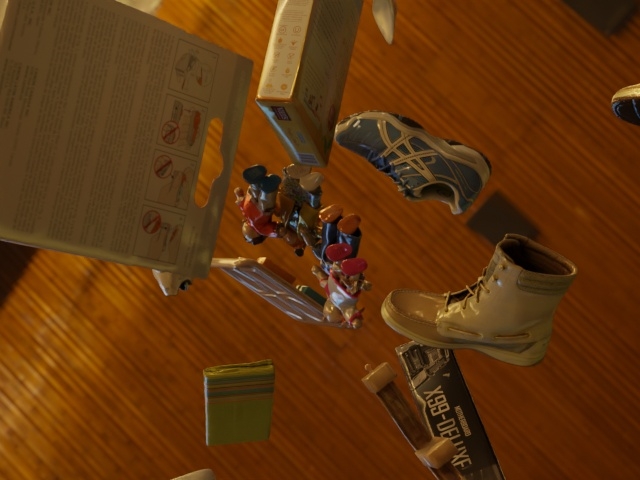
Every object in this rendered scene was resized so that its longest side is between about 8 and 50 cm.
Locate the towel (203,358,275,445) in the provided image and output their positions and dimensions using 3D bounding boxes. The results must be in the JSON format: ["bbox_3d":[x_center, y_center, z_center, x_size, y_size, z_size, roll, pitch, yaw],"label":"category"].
[{"bbox_3d":[-0.122,0.244,1.838,0.102,0.021,0.237,-3,-33,-7],"label":"towel"}]

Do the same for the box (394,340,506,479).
[{"bbox_3d":[0.194,0.282,1.741,0.076,0.242,0.307,-22,-22,2],"label":"box"}]

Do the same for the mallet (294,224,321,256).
[{"bbox_3d":[-0.023,0.003,2.219,0.039,0.062,0.190,-42,15,14],"label":"mallet"}]

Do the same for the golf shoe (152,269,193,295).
[{"bbox_3d":[-0.220,0.034,1.926,0.069,0.086,0.176,-6,13,18],"label":"golf shoe"}]

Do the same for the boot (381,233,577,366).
[{"bbox_3d":[0.190,0.061,1.504,0.077,0.213,0.165,-73,-3,-47],"label":"boot"}]

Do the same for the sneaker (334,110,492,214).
[{"bbox_3d":[0.114,-0.103,1.604,0.080,0.211,0.081,97,-165,-63],"label":"sneaker"}]

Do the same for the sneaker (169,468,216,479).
[{"bbox_3d":[-0.188,0.345,1.300,0.256,0.151,0.094,-13,-17,-41],"label":"sneaker"}]

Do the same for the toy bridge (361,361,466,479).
[{"bbox_3d":[0.097,0.179,1.049,0.026,0.188,0.063,-37,-3,-9],"label":"toy bridge"}]

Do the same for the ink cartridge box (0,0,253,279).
[{"bbox_3d":[-0.270,-0.132,1.521,0.385,0.091,0.308,15,-94,-48],"label":"ink cartridge box"}]

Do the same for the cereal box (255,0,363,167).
[{"bbox_3d":[-0.006,-0.223,1.369,0.173,0.047,0.240,58,-139,-65],"label":"cereal box"}]

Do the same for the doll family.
[{"bbox_3d":[0.000,0.000,1.655,0.118,0.263,0.163,-33,-25,-26],"label":"doll family"}]

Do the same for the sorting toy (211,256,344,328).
[{"bbox_3d":[-0.061,0.071,1.848,0.038,0.208,0.193,-63,19,-11],"label":"sorting toy"}]

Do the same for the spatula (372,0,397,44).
[{"bbox_3d":[0.070,-0.362,1.447,0.019,0.242,0.168,-5,-43,-12],"label":"spatula"}]

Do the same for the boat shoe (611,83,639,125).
[{"bbox_3d":[0.475,-0.188,1.601,0.068,0.190,0.072,59,-138,-53],"label":"boat shoe"}]
